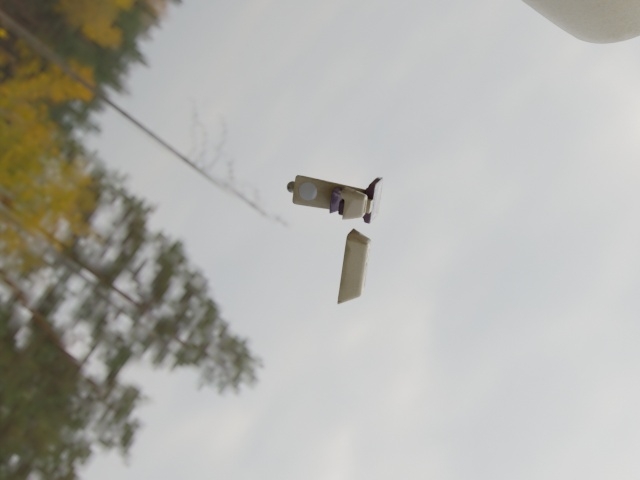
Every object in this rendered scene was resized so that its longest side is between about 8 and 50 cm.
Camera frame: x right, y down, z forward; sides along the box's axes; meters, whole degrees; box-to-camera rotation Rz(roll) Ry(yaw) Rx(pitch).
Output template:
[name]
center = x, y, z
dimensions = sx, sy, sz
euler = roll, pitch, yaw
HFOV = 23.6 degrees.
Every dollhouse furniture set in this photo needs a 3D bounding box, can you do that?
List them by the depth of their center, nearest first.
[dollhouse furniture set]
center = 0.000, 0.000, 1.337
dimensions = 0.091, 0.081, 0.114
euler = -45, 145, -72

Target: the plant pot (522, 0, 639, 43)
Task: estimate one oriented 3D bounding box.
[plant pot]
center = 0.205, -0.299, 1.264
dimensions = 0.256, 0.274, 0.256
euler = -19, -134, 20
